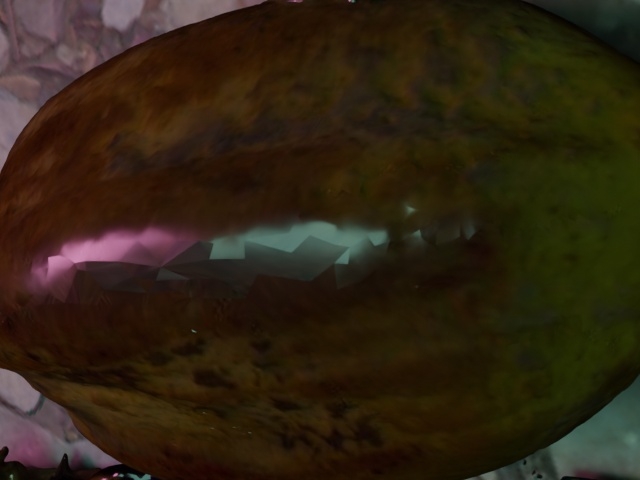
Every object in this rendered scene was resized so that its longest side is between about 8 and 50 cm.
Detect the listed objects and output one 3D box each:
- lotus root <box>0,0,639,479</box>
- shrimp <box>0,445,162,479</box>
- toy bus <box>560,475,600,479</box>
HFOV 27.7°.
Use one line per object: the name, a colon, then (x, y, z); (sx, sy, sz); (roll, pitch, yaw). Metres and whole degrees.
lotus root: (0.004, -0.005, 0.492); (0.290, 0.193, 0.193); (-8, 100, 34)
shrimp: (-0.177, 0.129, 0.689); (0.262, 0.066, 0.117); (-30, 89, 31)
toy bus: (0.109, 0.184, 0.539); (0.047, 0.065, 0.166); (8, 109, 29)
